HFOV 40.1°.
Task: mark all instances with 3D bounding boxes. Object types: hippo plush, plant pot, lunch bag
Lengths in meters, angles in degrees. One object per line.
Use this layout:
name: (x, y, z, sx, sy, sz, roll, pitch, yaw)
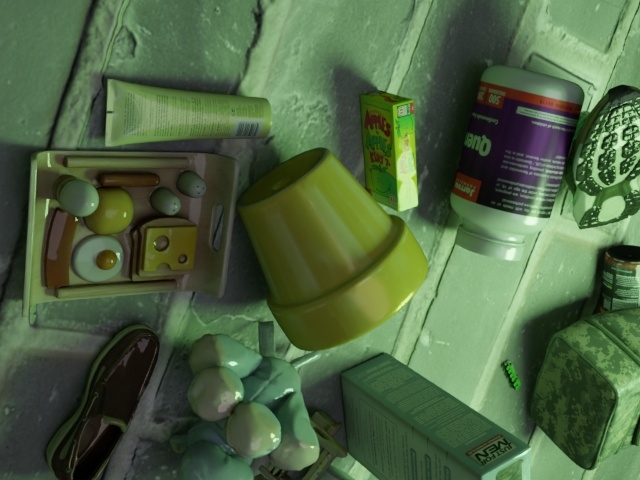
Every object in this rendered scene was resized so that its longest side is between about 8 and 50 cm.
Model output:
hippo plush: (-0.154, 0.282, 1.377, 0.234, 0.294, 0.236, 35, 113, -20)
plant pot: (0.000, 0.000, 1.343, 0.254, 0.254, 0.239, -39, 109, -17)
lunch bag: (0.618, 0.296, 1.855, 0.256, 0.212, 0.305, -22, 134, -27)

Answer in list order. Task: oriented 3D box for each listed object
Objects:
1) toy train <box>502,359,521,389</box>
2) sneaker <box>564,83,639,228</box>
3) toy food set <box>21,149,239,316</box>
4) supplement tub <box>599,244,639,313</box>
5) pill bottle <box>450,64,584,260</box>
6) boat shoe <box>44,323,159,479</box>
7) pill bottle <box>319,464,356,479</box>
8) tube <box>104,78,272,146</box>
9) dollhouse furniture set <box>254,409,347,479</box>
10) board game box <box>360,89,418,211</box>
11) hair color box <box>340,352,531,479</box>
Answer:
toy train: (0.406, 0.285, 1.860, 0.024, 0.017, 0.083, -46, 127, -24)
sneaker: (0.497, -0.173, 1.601, 0.158, 0.182, 0.410, -19, 152, 0)
toy food set: (-0.264, -0.010, 1.235, 0.306, 0.092, 0.220, -2, 108, -34)
supplement tub: (0.669, 0.116, 1.922, 0.106, 0.106, 0.198, -16, 116, -29)
pill bottle: (0.336, -0.135, 1.547, 0.181, 0.181, 0.323, 5, 104, -36)
boat shoe: (-0.306, 0.251, 1.303, 0.095, 0.095, 0.258, 29, 90, -38)
pill bottle: (-0.013, 0.517, 1.594, 0.117, 0.117, 0.208, 30, 89, -38)
tube: (-0.188, -0.180, 1.252, 0.240, 0.062, 0.070, -3, 66, -29)
dollhouse furniture set: (-0.031, 0.402, 1.518, 0.182, 0.101, 0.161, -54, 163, 6)
board game box: (0.113, -0.148, 1.444, 0.043, 0.092, 0.181, -19, 117, -27)
hair color box: (0.189, 0.362, 1.511, 0.113, 0.374, 0.185, -20, 118, -28)
